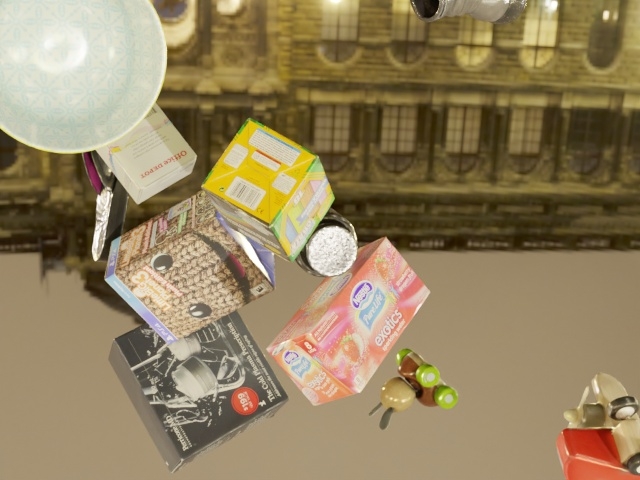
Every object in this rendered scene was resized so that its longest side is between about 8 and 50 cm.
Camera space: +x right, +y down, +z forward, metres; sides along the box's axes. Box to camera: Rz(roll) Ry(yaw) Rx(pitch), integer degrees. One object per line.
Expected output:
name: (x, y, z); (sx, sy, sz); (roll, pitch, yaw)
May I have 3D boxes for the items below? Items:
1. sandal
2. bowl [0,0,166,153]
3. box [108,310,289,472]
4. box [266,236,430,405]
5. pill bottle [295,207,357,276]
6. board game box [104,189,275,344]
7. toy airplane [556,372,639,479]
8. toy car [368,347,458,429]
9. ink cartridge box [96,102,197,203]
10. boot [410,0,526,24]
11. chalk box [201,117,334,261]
sandal: (-0.497, -0.175, 2.125); (0.107, 0.446, 0.167); (9, 170, -25)
bowl: (-0.396, -0.292, 1.414); (0.289, 0.289, 0.156); (-6, -158, -24)
box: (-0.309, 0.347, 2.312); (0.312, 0.343, 0.179); (-27, 167, -26)
box: (0.057, 0.150, 1.755); (0.142, 0.154, 0.300); (-28, -165, 48)
pill bottle: (0.000, 0.000, 1.721); (0.122, 0.123, 0.219); (-1, -169, -11)
board game box: (-0.281, 0.054, 2.025); (0.291, 0.232, 0.141); (-28, -147, 16)
toy airplane: (0.612, 0.473, 1.795); (0.384, 0.272, 0.386); (52, -150, 6)
toy car: (0.201, 0.373, 2.191); (0.188, 0.149, 0.155); (-42, -161, -6)
ink cartridge box: (-0.328, -0.172, 1.670); (0.127, 0.175, 0.072); (-34, 171, -26)
boot: (0.224, -0.519, 1.498); (0.222, 0.338, 0.118); (-4, 171, -40)
chalk box: (-0.071, -0.065, 1.416); (0.132, 0.132, 0.213); (30, 168, 17)
